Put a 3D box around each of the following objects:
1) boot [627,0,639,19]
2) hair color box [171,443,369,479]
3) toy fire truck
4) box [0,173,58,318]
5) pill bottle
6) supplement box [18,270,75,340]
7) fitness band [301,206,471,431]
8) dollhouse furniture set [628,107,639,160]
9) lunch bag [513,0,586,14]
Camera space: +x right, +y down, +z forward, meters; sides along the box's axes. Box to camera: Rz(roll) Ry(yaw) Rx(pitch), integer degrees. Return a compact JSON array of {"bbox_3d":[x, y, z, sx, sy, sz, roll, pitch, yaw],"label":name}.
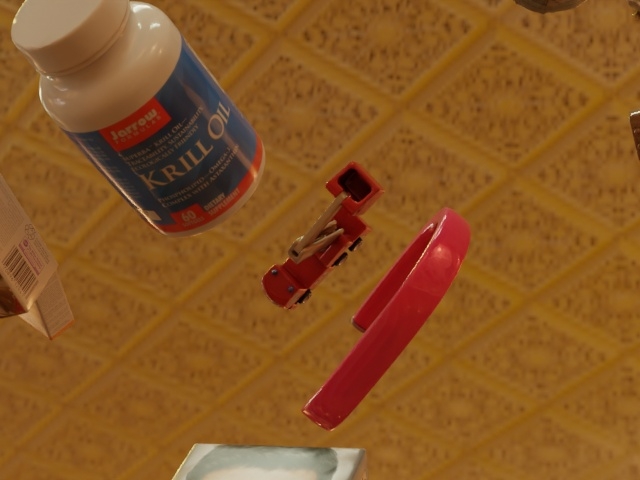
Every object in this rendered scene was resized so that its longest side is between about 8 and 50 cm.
[{"bbox_3d":[0.302,-0.137,1.124,0.165,0.077,0.213,36,-25,31],"label":"boot"},{"bbox_3d":[-0.083,0.326,1.407,0.185,0.374,0.113,0,-68,16],"label":"hair color box"},{"bbox_3d":[0.000,0.000,1.736,0.192,0.047,0.135,-46,-14,8],"label":"toy fire truck"},{"bbox_3d":[-0.306,-0.080,1.140,0.063,0.067,0.324,-12,-57,27],"label":"box"},{"bbox_3d":[-0.148,-0.112,1.241,0.124,0.124,0.221,-15,-43,26],"label":"pill bottle"},{"bbox_3d":[-0.300,0.050,1.623,0.062,0.036,0.098,32,-32,33],"label":"supplement box"},{"bbox_3d":[0.074,0.087,1.705,0.054,0.209,0.291,36,-62,0],"label":"fitness band"},{"bbox_3d":[0.397,-0.060,1.551,0.144,0.123,0.151,-12,-74,13],"label":"dollhouse furniture set"},{"bbox_3d":[0.269,-0.393,1.548,0.169,0.287,0.235,25,-43,10],"label":"lunch bag"}]
